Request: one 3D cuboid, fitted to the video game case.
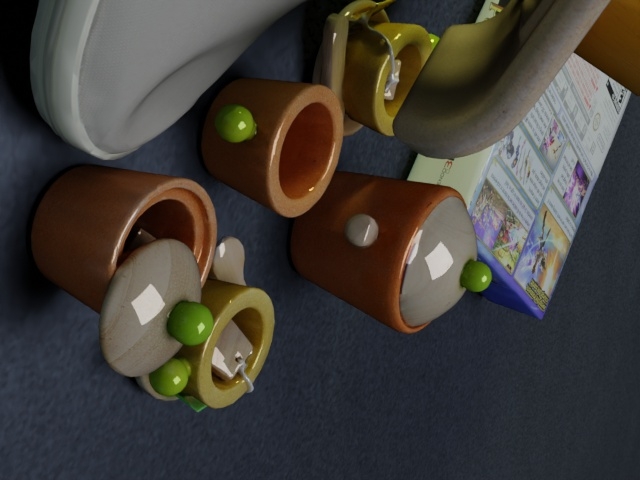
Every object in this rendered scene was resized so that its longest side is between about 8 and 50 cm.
[{"bbox_3d":[0.173,-0.085,0.933,0.269,0.061,0.244,38,72,-60],"label":"video game case"}]

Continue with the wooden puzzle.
[{"bbox_3d":[0.184,-0.187,0.518,0.348,0.080,0.322,-50,-176,20],"label":"wooden puzzle"}]

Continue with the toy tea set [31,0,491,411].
[{"bbox_3d":[0.000,0.000,0.611,0.336,0.124,0.200,-37,137,-47],"label":"toy tea set"}]

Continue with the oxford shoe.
[{"bbox_3d":[0.052,-0.190,0.433,0.449,0.130,0.169,-47,174,12],"label":"oxford shoe"}]
